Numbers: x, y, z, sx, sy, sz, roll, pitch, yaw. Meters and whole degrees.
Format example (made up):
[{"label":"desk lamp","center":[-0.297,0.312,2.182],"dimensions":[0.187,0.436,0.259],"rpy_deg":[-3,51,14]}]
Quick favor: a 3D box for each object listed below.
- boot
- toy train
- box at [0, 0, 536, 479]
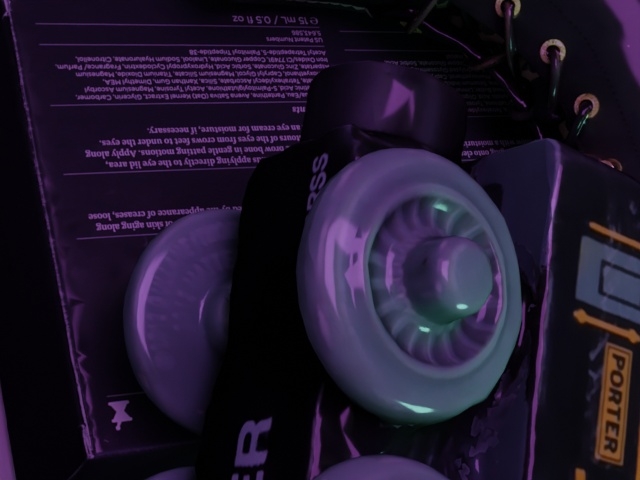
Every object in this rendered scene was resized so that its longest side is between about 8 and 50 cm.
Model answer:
[{"label":"boot","center":[0.079,-0.066,0.550],"dimensions":[0.236,0.085,0.178],"rpy_deg":[-9,76,-24]},{"label":"toy train","center":[0.033,0.116,0.429],"dimensions":[0.190,0.142,0.334],"rpy_deg":[20,68,-31]},{"label":"box","center":[0.000,0.000,0.587],"dimensions":[0.261,0.103,0.184],"rpy_deg":[-3,66,-28]}]
